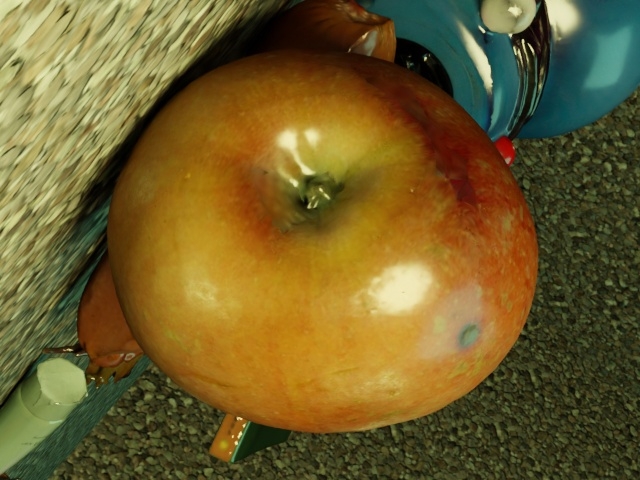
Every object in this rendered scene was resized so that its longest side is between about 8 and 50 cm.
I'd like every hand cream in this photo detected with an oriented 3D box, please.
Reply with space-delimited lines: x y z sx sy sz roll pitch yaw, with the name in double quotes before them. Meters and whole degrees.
"hand cream" -0.273 0.173 1.453 0.205 0.050 0.078 -45 -177 40

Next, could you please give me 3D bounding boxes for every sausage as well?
"sausage" -0.068 -0.038 1.172 0.348 0.094 0.097 -49 160 27

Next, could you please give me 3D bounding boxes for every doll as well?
"doll" 0.140 -0.181 1.298 0.284 0.240 0.310 -33 -174 43

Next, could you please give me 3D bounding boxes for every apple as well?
"apple" 0.000 0.000 0.979 0.253 0.253 0.253 -50 180 0

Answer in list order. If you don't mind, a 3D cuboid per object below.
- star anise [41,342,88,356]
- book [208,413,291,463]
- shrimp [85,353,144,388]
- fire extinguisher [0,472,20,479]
"star anise" -0.145 0.081 1.427 0.158 0.140 0.144 101 12 -52
"book" 0.001 0.037 1.631 0.371 0.043 0.260 -65 170 1
"shrimp" -0.141 0.033 1.638 0.287 0.063 0.152 -54 179 -41
"fire extinguisher" -0.360 0.279 1.755 0.062 0.050 0.177 -7 158 -23
